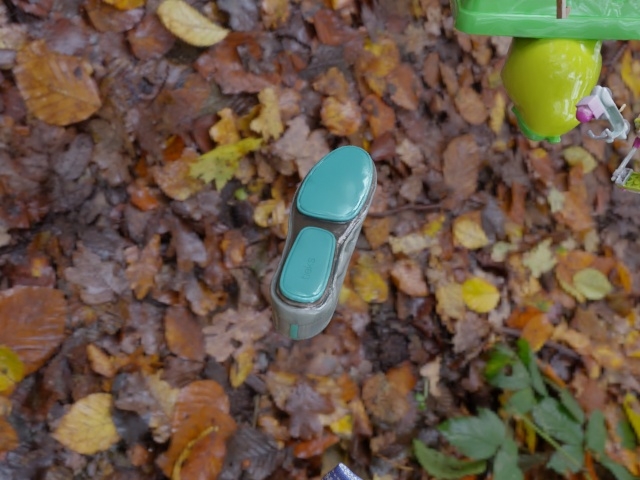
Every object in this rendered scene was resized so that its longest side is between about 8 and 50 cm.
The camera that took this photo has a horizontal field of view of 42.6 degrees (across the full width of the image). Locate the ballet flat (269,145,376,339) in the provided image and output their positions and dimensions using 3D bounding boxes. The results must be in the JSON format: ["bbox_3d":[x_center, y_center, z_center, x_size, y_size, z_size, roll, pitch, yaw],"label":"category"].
[{"bbox_3d":[0.000,0.000,0.763,0.068,0.072,0.213,96,12,-49],"label":"ballet flat"}]

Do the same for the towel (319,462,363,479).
[{"bbox_3d":[0.057,0.466,1.233,0.243,0.336,0.040,37,47,2],"label":"towel"}]

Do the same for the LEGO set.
[{"bbox_3d":[0.396,-0.117,0.892,0.132,0.287,0.107,41,77,-14],"label":"LEGO set"}]

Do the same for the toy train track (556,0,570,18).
[{"bbox_3d":[0.185,-0.210,0.619,0.014,0.048,0.083,-6,103,-10],"label":"toy train track"}]

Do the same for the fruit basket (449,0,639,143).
[{"bbox_3d":[0.412,-0.378,1.451,0.392,0.392,0.283,54,23,-27],"label":"fruit basket"}]
